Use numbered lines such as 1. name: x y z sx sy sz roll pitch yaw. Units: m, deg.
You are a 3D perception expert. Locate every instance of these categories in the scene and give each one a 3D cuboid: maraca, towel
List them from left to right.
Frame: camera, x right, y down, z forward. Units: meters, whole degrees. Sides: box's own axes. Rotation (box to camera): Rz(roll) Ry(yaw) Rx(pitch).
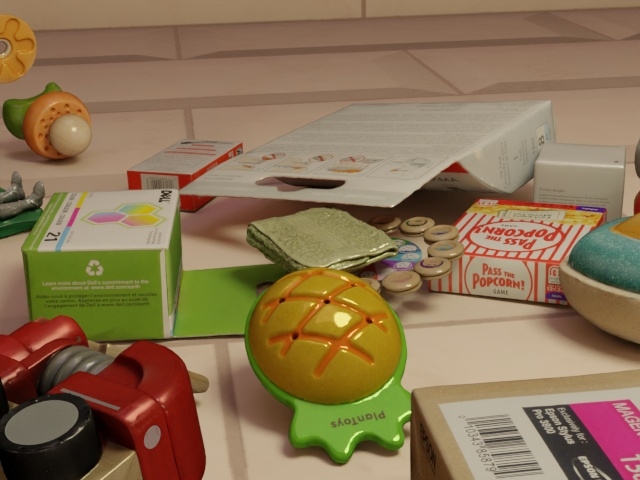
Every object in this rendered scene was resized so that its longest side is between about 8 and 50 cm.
1. towel: 0.000 0.000 1.088 0.110 0.027 0.148 -16 24 -25
2. maraca: 0.010 0.093 0.865 0.127 0.099 0.185 -14 47 -10

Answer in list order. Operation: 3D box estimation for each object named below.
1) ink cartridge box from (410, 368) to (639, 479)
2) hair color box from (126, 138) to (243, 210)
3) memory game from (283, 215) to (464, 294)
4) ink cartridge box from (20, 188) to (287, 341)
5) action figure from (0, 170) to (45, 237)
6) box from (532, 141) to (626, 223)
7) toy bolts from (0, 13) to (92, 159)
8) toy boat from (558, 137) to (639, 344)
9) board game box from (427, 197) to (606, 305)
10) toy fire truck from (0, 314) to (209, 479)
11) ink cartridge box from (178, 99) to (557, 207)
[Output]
1. ink cartridge box: 0.168 0.166 0.653 0.193 0.088 0.234 -5 19 -7
2. hair color box: -0.173 -0.088 1.449 0.093 0.053 0.167 4 21 19
3. memory game: 0.050 0.014 1.096 0.186 0.012 0.186 -8 24 3
4. ink cartridge box: -0.142 0.018 1.079 0.255 0.097 0.189 -3 19 -3
5. action figure: -0.430 -0.022 1.271 0.137 0.063 0.232 18 30 36
6. box: 0.303 -0.062 1.292 0.101 0.087 0.102 5 20 15
7. toy bolts: -0.450 -0.186 1.560 0.229 0.218 0.158 -31 37 -23
8. toy boat: 0.351 -0.006 1.041 0.268 0.148 0.318 0 20 2
9. board game box: 0.211 0.008 1.161 0.147 0.045 0.193 5 20 22
10. toy fire truck: -0.153 0.116 0.766 0.217 0.158 0.246 12 33 33
11. ink cartridge box: 0.067 -0.080 1.333 0.308 0.091 0.385 5 25 36
